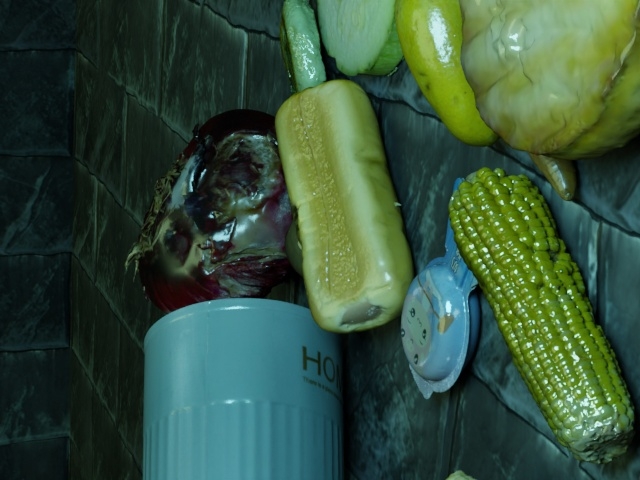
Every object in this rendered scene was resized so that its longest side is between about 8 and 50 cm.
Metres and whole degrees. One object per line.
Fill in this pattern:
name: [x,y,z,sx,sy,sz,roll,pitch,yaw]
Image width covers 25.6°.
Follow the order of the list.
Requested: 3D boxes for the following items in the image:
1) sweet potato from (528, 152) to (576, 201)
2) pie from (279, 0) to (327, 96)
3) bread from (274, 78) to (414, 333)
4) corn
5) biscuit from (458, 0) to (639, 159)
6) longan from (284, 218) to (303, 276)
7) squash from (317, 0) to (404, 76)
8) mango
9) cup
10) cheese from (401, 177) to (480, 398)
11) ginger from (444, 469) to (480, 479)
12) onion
sweet potato: [0.201,-0.110,1.304,0.044,0.044,0.179,120,141,-54]
pie: [-0.023,-0.224,1.801,0.187,0.041,0.187,170,90,-84]
bread: [0.032,-0.042,1.660,0.142,0.091,0.305,-24,65,28]
corn: [0.197,0.055,1.274,0.097,0.097,0.320,111,147,-46]
biscuit: [0.217,-0.213,1.171,0.296,0.102,0.296,-179,90,-67]
longan: [0.000,0.000,1.761,0.113,0.092,0.113,165,90,-76]
squash: [0.059,-0.300,1.656,0.219,0.041,0.219,178,90,-65]
mango: [0.138,-0.186,1.355,0.098,0.137,0.195,-21,88,32]
cup: [-0.102,0.285,1.762,0.331,0.257,0.311,111,161,-57]
cheese: [0.133,0.062,1.482,0.135,0.052,0.245,-117,33,-46]
ginger: [0.167,0.352,1.330,0.219,0.123,0.270,32,123,40]
onion: [-0.116,-0.029,1.908,0.314,0.232,0.314,-44,33,39]
